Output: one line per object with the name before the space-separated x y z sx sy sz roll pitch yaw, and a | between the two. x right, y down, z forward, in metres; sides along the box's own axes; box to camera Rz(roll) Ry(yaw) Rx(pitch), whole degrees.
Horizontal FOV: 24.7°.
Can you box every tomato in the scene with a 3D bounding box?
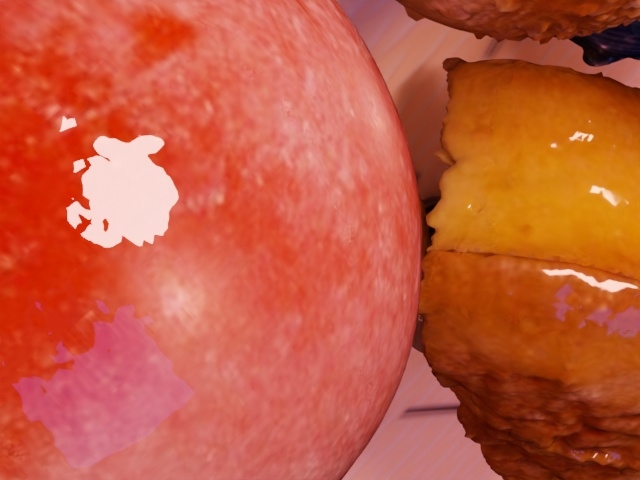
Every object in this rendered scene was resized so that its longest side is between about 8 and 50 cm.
tomato | -0.089 0.013 0.476 0.270 0.270 0.227 -41 99 3

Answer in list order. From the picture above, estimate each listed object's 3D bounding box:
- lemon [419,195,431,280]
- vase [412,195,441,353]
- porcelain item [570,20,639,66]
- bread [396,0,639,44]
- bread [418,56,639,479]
lemon | 0.000 0.000 0.766 0.114 0.114 0.155 -34 147 -7
vase | 0.075 0.023 0.902 0.053 0.053 0.100 -26 137 -17
porcelain item | 0.211 -0.146 0.684 0.186 0.288 0.138 -28 109 0
bread | 0.126 -0.204 0.521 0.305 0.159 0.305 -59 -179 1
bread | 0.175 0.036 0.828 0.179 0.194 0.340 -2 153 19
